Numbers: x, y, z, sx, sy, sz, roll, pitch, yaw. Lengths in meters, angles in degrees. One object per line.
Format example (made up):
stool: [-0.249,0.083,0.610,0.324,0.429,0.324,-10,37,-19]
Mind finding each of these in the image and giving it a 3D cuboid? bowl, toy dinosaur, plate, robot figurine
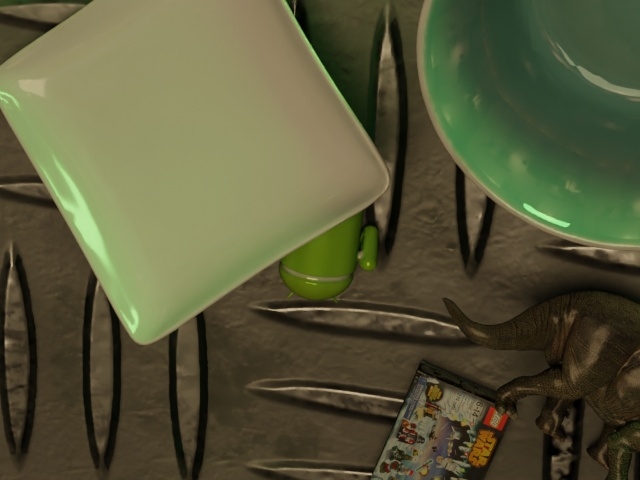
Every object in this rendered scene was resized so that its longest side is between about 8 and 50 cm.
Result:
bowl: [0.244,-0.164,1.537,0.311,0.163,0.311,9,122,14]
toy dinosaur: [0.249,0.113,1.696,0.313,0.121,0.160,36,101,3]
plate: [-0.109,-0.094,1.687,0.277,0.045,0.278,-33,83,20]
robot figurine: [0.000,0.000,1.716,0.101,0.067,0.115,7,112,-3]

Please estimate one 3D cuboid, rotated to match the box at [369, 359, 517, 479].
box: [0.106,0.185,1.782,0.094,0.027,0.137,22,112,2]
